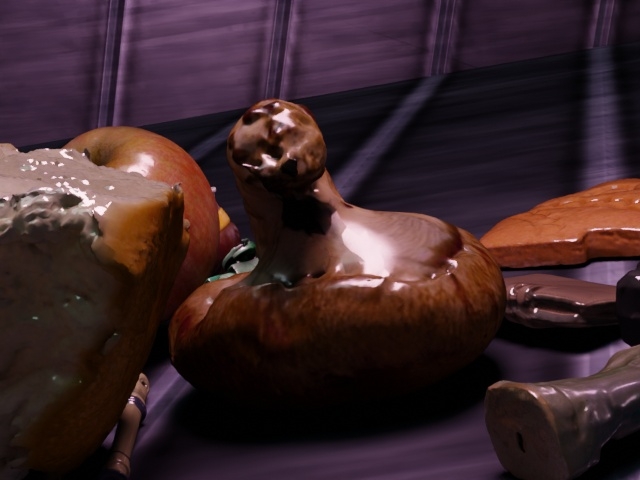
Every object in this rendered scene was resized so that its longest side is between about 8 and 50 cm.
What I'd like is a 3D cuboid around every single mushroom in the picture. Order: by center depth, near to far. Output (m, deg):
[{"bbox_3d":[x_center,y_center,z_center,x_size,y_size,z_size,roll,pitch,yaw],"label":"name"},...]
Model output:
[{"bbox_3d":[0.021,0.030,1.102,0.267,0.254,0.267,17,9,-3],"label":"mushroom"}]

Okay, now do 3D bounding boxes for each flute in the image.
[{"bbox_3d":[-0.152,0.148,1.059,0.027,0.027,0.233,-10,12,-1],"label":"flute"}]

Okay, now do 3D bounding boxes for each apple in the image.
[{"bbox_3d":[-0.188,-0.010,1.298,0.188,0.174,0.188,-18,44,18],"label":"apple"}]

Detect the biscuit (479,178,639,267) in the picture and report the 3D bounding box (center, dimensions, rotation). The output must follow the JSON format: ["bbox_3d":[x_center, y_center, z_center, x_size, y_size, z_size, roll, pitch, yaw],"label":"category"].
[{"bbox_3d":[0.303,-0.023,1.439,0.306,0.043,0.284,-13,13,-18],"label":"biscuit"}]

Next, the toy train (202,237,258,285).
[{"bbox_3d":[-0.039,0.042,1.304,0.178,0.071,0.104,-16,-31,-45],"label":"toy train"}]

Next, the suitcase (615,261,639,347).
[{"bbox_3d":[0.393,0.035,1.044,0.286,0.066,0.206,1,17,31],"label":"suitcase"}]

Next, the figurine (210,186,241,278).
[{"bbox_3d":[-0.205,0.018,1.472,0.240,0.115,0.175,-10,10,12],"label":"figurine"}]

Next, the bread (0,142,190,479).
[{"bbox_3d":[-0.237,0.065,0.962,0.225,0.279,0.250,20,11,-1],"label":"bread"}]

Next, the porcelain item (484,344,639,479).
[{"bbox_3d":[0.217,0.098,0.907,0.216,0.069,0.081,-17,2,-26],"label":"porcelain item"}]

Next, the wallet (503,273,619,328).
[{"bbox_3d":[0.207,0.054,1.176,0.118,0.038,0.153,-2,8,-35],"label":"wallet"}]
